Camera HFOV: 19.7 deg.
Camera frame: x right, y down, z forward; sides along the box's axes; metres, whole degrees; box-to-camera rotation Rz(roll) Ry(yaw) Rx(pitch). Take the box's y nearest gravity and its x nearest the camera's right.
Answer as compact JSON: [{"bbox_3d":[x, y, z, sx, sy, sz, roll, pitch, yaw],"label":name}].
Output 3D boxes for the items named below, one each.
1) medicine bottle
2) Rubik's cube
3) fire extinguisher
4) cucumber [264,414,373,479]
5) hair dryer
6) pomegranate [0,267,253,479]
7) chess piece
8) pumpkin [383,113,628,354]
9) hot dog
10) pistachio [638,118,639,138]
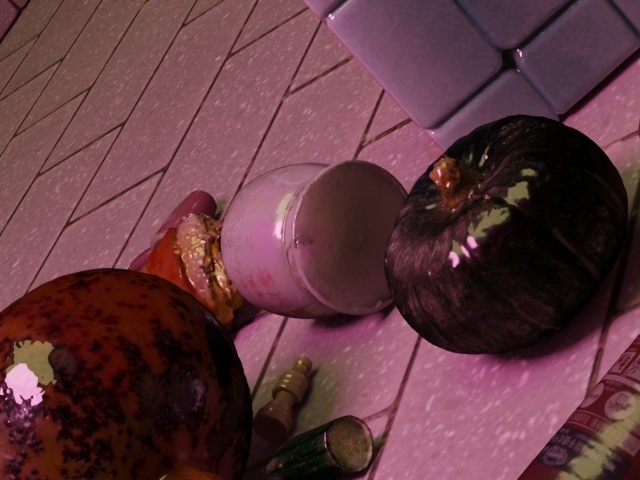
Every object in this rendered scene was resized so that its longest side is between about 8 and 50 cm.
[{"bbox_3d":[0.000,0.000,1.711,0.143,0.147,0.147,-2,46,56],"label":"medicine bottle"},{"bbox_3d":[0.137,-0.300,1.784,0.316,0.322,0.319,-43,22,8],"label":"Rubik's cube"},{"bbox_3d":[0.200,0.135,1.141,0.337,0.114,0.135,-48,18,-12],"label":"fire extinguisher"},{"bbox_3d":[-0.006,0.181,1.525,0.105,0.048,0.048,-29,26,42],"label":"cucumber"},{"bbox_3d":[-0.192,0.010,2.186,0.154,0.054,0.106,-34,18,35],"label":"hair dryer"},{"bbox_3d":[-0.157,0.183,1.552,0.341,0.285,0.285,33,76,38],"label":"pomegranate"},{"bbox_3d":[-0.029,0.138,1.666,0.035,0.035,0.092,-26,24,39],"label":"chess piece"},{"bbox_3d":[0.143,-0.009,1.458,0.212,0.152,0.211,-31,40,30],"label":"pumpkin"},{"bbox_3d":[-0.145,0.067,1.928,0.213,0.103,0.146,-41,40,33],"label":"hot dog"},{"bbox_3d":[0.299,-0.102,1.423,0.110,0.100,0.189,-37,23,7],"label":"pistachio"}]
